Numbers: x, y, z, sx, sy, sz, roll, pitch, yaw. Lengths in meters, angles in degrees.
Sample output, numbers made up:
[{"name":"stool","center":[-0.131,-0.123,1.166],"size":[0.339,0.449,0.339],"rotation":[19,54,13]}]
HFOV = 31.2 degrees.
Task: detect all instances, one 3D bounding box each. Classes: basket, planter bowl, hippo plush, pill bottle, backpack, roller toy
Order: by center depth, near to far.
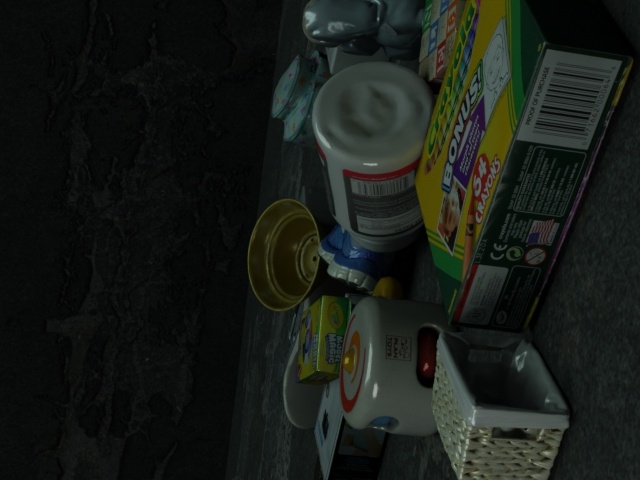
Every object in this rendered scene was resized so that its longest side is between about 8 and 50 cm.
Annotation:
[{"name":"basket","center":[0.190,0.185,1.257],"size":[0.167,0.113,0.103],"rotation":[-106,23,-66]},{"name":"roller toy","center":[0.103,0.175,1.626],"size":[0.191,0.146,0.209],"rotation":[-106,26,-63]},{"name":"pill bottle","center":[0.088,-0.107,1.696],"size":[0.318,0.176,0.176],"rotation":[79,-168,-63]},{"name":"hippo plush","center":[0.096,-0.429,1.844],"size":[0.294,0.234,0.236],"rotation":[-166,83,-80]},{"name":"planter bowl","center":[-0.039,0.031,2.201],"size":[0.217,0.090,0.217],"rotation":[-10,77,48]},{"name":"backpack","center":[-0.024,-0.295,2.452],"size":[0.166,0.145,0.188],"rotation":[142,135,-61]}]

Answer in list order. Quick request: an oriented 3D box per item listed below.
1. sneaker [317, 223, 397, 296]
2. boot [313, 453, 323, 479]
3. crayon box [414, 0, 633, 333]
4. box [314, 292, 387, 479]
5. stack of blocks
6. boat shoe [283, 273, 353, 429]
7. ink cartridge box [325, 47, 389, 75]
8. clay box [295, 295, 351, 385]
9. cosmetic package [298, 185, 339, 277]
[{"name":"sneaker","center":[0.085,0.001,1.984],"size":[0.147,0.130,0.330],"rotation":[-61,9,5]},{"name":"boot","center":[0.011,0.451,2.144],"size":[0.198,0.077,0.137],"rotation":[155,127,-76]},{"name":"crayon box","center":[0.216,-0.130,1.343],"size":[0.313,0.106,0.362],"rotation":[-98,19,-55]},{"name":"box","center":[0.066,0.253,1.931],"size":[0.169,0.087,0.289],"rotation":[-103,23,-62]},{"name":"stack of blocks","center":[0.210,-0.361,1.585],"size":[0.171,0.087,0.297],"rotation":[150,126,-77]},{"name":"boat shoe","center":[-0.004,0.216,2.287],"size":[0.158,0.127,0.340],"rotation":[116,168,-72]},{"name":"ink cartridge box","center":[0.079,-0.471,2.282],"size":[0.272,0.114,0.197],"rotation":[-99,18,-54]},{"name":"clay box","center":[0.005,0.169,1.927],"size":[0.222,0.053,0.127],"rotation":[129,146,-73]},{"name":"cosmetic package","center":[0.000,0.000,2.355],"size":[0.238,0.127,0.107],"rotation":[109,163,-54]}]
